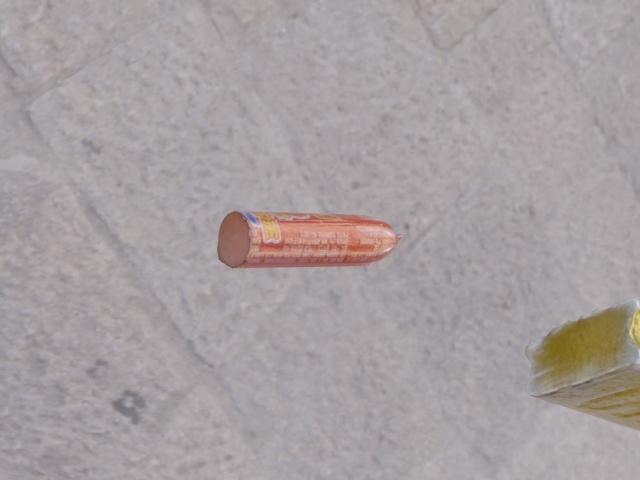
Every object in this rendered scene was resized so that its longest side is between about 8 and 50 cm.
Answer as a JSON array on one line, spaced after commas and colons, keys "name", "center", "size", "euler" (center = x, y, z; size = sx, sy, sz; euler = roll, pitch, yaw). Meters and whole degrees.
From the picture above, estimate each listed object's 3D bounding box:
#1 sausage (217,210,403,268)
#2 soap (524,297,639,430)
[{"name": "sausage", "center": [0.000, 0.000, 1.274], "size": [0.274, 0.074, 0.074], "euler": [1, 83, -37]}, {"name": "soap", "center": [0.391, 0.158, 1.137], "size": [0.274, 0.173, 0.089], "euler": [20, 59, -29]}]
